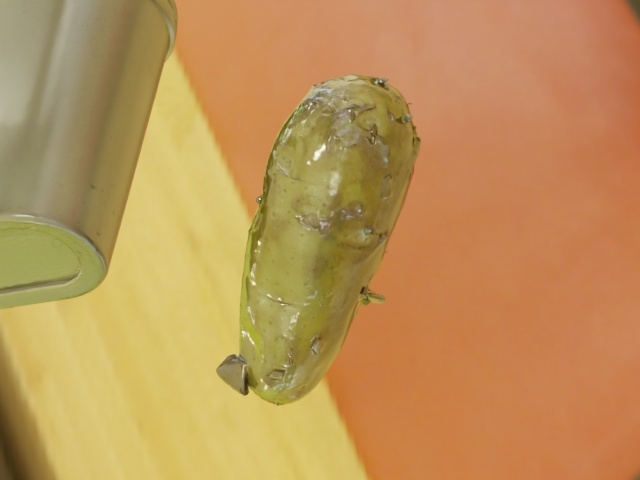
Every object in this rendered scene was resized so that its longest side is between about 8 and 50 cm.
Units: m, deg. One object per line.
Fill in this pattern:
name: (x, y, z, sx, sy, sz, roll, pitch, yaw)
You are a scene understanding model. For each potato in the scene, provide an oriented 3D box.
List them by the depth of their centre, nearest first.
potato: (0.000, 0.000, 1.117, 0.090, 0.117, 0.225, 24, 102, 28)

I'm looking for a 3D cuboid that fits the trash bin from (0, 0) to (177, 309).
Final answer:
trash bin: (-0.237, -0.075, 1.268, 0.243, 0.121, 0.247, -8, 51, 23)
